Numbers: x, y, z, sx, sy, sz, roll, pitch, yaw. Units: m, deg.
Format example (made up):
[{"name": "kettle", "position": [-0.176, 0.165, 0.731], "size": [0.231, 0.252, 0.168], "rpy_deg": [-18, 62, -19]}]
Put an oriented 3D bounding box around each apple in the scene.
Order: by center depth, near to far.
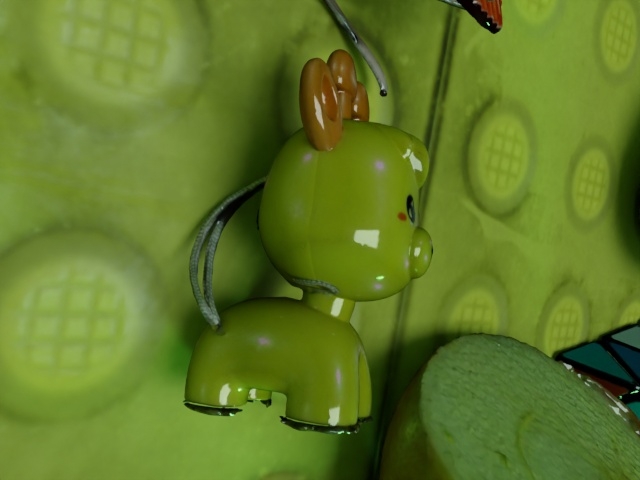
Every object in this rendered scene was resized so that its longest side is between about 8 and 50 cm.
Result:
[{"name": "apple", "position": [0.180, 0.213, 0.485], "size": [0.346, 0.179, 0.254], "rpy_deg": [16, 83, -33]}]

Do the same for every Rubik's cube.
[{"name": "Rubik's cube", "position": [0.351, 0.241, 0.703], "size": [0.250, 0.284, 0.234], "rpy_deg": [7, 117, -14]}]

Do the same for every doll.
[{"name": "doll", "position": [0.000, 0.000, 0.365], "size": [0.143, 0.135, 0.220], "rpy_deg": [24, 75, -71]}]

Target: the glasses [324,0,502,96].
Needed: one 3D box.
[{"name": "glasses", "position": [0.030, -0.204, 0.382], "size": [0.255, 0.095, 0.162], "rpy_deg": [28, 53, -36]}]
